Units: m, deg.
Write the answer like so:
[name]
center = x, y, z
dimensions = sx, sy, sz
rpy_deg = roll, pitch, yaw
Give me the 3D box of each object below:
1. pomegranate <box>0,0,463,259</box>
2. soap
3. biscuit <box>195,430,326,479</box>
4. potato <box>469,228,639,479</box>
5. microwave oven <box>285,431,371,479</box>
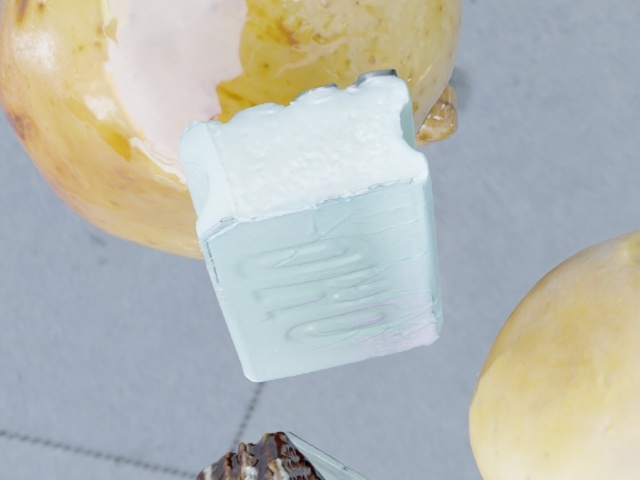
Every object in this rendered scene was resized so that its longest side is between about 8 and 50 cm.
[pomegranate]
center = -0.053, -0.162, 1.468
dimensions = 0.410, 0.410, 0.410
rpy_deg = -7, 115, -15
[soap]
center = 0.000, 0.000, 1.192
dimensions = 0.150, 0.094, 0.261
rpy_deg = -17, 155, -2
[biscuit]
center = 0.013, 0.238, 1.148
dimensions = 0.070, 0.106, 0.252
rpy_deg = -28, 125, 12
[potato]
center = 0.178, 0.060, 0.811
dimensions = 0.234, 0.150, 0.146
rpy_deg = -14, 120, 11
[microwave oven]
center = -0.004, 0.310, 1.769
dimensions = 0.122, 0.162, 0.208
rpy_deg = -43, 146, -30
